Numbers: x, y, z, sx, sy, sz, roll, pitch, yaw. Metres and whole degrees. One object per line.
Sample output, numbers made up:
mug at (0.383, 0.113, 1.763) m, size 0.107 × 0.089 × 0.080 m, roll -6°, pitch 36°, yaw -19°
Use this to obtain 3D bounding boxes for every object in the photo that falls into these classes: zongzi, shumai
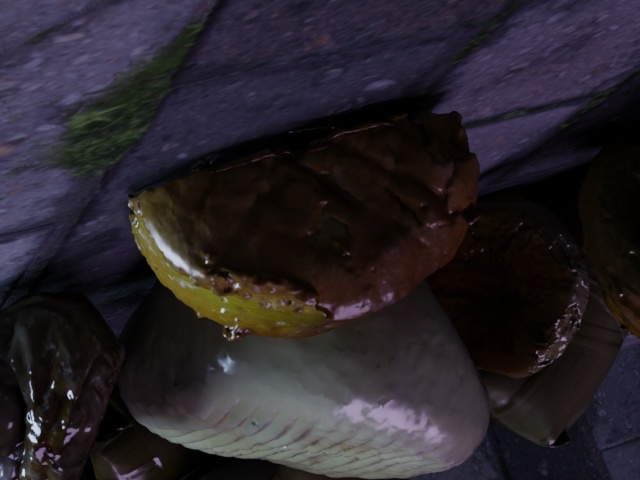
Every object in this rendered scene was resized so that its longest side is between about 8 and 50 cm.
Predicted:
zongzi at (-0.196, 0.177, 1.954) m, size 0.274 × 0.145 × 0.300 m, roll -31°, pitch -159°, yaw -21°
shumai at (-0.269, 0.115, 1.417) m, size 0.185 × 0.184 × 0.218 m, roll 19°, pitch -174°, yaw -5°
zongzi at (0.242, 0.022, 1.896) m, size 0.418 × 0.181 × 0.447 m, roll -53°, pitch -164°, yaw -3°

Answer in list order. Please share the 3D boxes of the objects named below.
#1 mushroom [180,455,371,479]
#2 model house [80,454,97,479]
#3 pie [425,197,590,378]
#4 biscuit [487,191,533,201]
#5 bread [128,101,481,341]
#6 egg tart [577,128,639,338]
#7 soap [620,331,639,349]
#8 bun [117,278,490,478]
mushroom at (-0.067, 0.290, 1.826) m, size 0.154 × 0.137 × 0.407 m, roll -19°, pitch -179°, yaw -31°
model house at (-0.316, 0.261, 1.617) m, size 0.230 × 0.280 × 0.249 m, roll -17°, pitch 175°, yaw -20°
pie at (0.167, 0.046, 1.621) m, size 0.195 × 0.195 × 0.046 m, roll -27°, pitch 176°, yaw 34°
biscuit at (0.124, 0.002, 1.765) m, size 0.183 × 0.039 × 0.174 m, roll -16°, pitch 168°, yaw -12°
bread at (-0.004, 0.000, 1.254) m, size 0.261 × 0.147 × 0.160 m, roll -16°, pitch 166°, yaw -19°
egg tart at (0.361, 0.012, 1.613) m, size 0.288 × 0.288 × 0.118 m, roll -13°, pitch 153°, yaw -31°
soap at (0.506, 0.042, 2.321) m, size 0.302 × 0.159 × 0.258 m, roll -13°, pitch 164°, yaw -21°
bun at (-0.012, 0.095, 1.529) m, size 0.361 × 0.213 × 0.361 m, roll 8°, pitch 164°, yaw 2°
